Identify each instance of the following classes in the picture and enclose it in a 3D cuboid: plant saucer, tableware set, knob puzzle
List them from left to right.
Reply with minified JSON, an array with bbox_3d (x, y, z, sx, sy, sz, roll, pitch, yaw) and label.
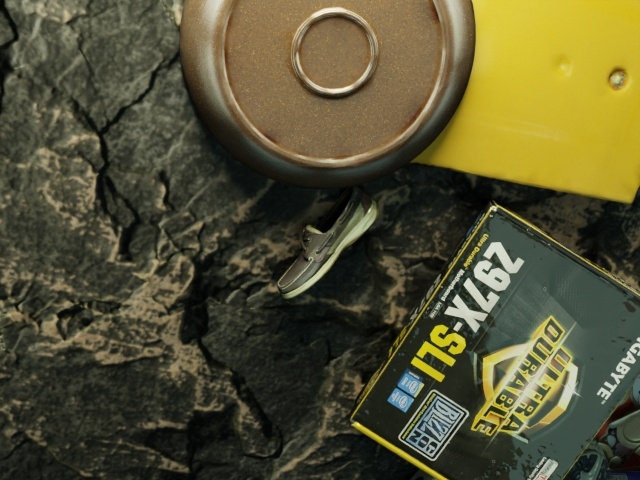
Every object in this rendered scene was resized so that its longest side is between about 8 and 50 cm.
[{"bbox_3d":[0.012,-0.193,0.899,0.310,0.050,0.311,-2,111,-5],"label":"plant saucer"},{"bbox_3d":[0.391,0.257,1.233,0.141,0.020,0.169,-39,107,9],"label":"tableware set"},{"bbox_3d":[0.468,0.267,1.274,0.213,0.030,0.213,-7,115,-14],"label":"knob puzzle"}]

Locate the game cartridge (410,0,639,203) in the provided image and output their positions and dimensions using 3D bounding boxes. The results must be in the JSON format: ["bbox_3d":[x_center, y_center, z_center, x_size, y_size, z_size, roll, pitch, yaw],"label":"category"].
[{"bbox_3d":[0.261,-0.202,0.998,0.323,0.053,0.285,10,110,-17],"label":"game cartridge"}]

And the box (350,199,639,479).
[{"bbox_3d":[0.226,0.150,1.069,0.257,0.079,0.322,33,102,1],"label":"box"}]

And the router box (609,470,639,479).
[{"bbox_3d":[0.540,0.465,1.268,0.335,0.082,0.301,2,125,2],"label":"router box"}]

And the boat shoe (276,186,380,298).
[{"bbox_3d":[0.000,0.000,1.006,0.152,0.056,0.049,-47,113,-4],"label":"boat shoe"}]

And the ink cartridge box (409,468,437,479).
[{"bbox_3d":[0.163,0.418,1.229,0.208,0.045,0.206,-41,120,-14],"label":"ink cartridge box"}]

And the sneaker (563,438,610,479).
[{"bbox_3d":[0.290,0.373,1.207,0.107,0.110,0.275,32,102,-16],"label":"sneaker"}]
